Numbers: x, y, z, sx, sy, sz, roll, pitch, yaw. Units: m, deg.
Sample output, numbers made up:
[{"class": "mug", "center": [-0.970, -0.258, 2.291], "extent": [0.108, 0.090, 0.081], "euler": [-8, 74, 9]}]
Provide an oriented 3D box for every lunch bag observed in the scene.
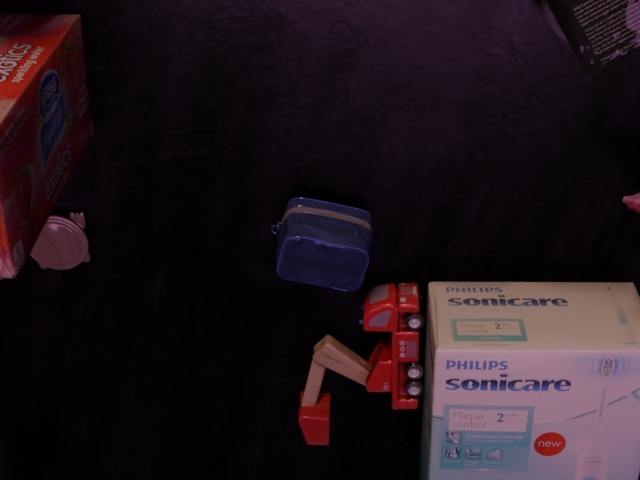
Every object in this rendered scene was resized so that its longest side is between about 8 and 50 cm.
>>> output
[{"class": "lunch bag", "center": [0.000, 0.000, 0.923], "extent": [0.098, 0.065, 0.067], "euler": [13, 136, -7]}]

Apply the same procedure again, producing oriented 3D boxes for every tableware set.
[{"class": "tableware set", "center": [-0.321, -0.019, 0.950], "extent": [0.169, 0.020, 0.141], "euler": [-15, 121, 10]}]

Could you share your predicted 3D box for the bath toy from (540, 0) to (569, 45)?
[{"class": "bath toy", "center": [0.286, -0.287, 0.704], "extent": [0.151, 0.129, 0.348], "euler": [26, 119, -13]}]

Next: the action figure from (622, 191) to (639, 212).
[{"class": "action figure", "center": [0.436, 0.025, 0.882], "extent": [0.370, 0.248, 0.275], "euler": [18, 147, -9]}]

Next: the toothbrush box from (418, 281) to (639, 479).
[{"class": "toothbrush box", "center": [0.217, 0.195, 0.996], "extent": [0.216, 0.126, 0.295], "euler": [1, 120, 2]}]

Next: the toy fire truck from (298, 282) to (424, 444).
[{"class": "toy fire truck", "center": [0.041, 0.132, 1.010], "extent": [0.135, 0.047, 0.192], "euler": [-1, 120, 4]}]

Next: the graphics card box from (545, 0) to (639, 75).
[{"class": "graphics card box", "center": [0.191, -0.323, 0.603], "extent": [0.233, 0.094, 0.371], "euler": [-28, 98, 29]}]

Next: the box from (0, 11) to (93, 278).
[{"class": "box", "center": [-0.279, -0.089, 0.768], "extent": [0.128, 0.257, 0.122], "euler": [2, 122, 1]}]
